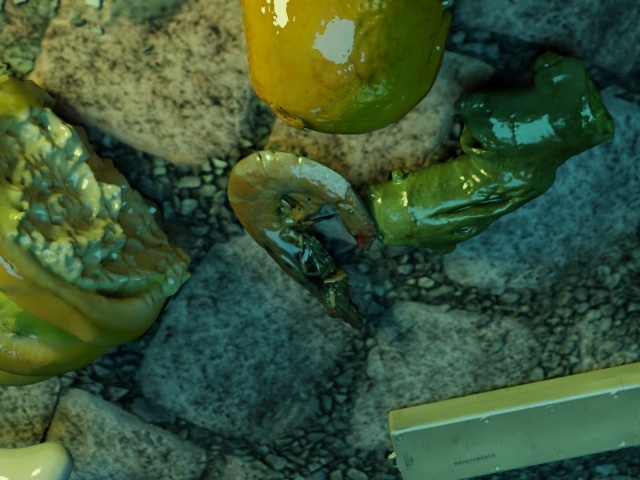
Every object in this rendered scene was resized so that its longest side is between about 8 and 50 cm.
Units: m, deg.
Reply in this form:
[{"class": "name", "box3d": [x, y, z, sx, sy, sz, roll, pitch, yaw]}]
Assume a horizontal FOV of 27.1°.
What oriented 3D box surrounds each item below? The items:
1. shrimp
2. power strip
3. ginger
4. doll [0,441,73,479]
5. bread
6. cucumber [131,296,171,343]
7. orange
[{"class": "shrimp", "box3d": [-0.001, 0.001, 1.410, 0.143, 0.052, 0.251, -12, 131, 33]}, {"class": "power strip", "box3d": [0.261, 0.221, 1.595, 0.367, 0.043, 0.106, -12, 125, 7]}, {"class": "ginger", "box3d": [0.167, -0.084, 1.354, 0.137, 0.089, 0.290, 25, 128, -32]}, {"class": "doll", "box3d": [-0.505, 0.364, 1.587, 0.376, 0.187, 0.365, 15, 118, 10]}, {"class": "bread", "box3d": [-0.320, 0.017, 1.334, 0.270, 0.211, 0.315, -29, 118, 19]}, {"class": "cucumber", "box3d": [-0.197, 0.069, 1.470, 0.048, 0.048, 0.105, 29, 119, -20]}, {"class": "orange", "box3d": [0.019, -0.202, 1.182, 0.193, 0.219, 0.219, 10, 125, 2]}]
